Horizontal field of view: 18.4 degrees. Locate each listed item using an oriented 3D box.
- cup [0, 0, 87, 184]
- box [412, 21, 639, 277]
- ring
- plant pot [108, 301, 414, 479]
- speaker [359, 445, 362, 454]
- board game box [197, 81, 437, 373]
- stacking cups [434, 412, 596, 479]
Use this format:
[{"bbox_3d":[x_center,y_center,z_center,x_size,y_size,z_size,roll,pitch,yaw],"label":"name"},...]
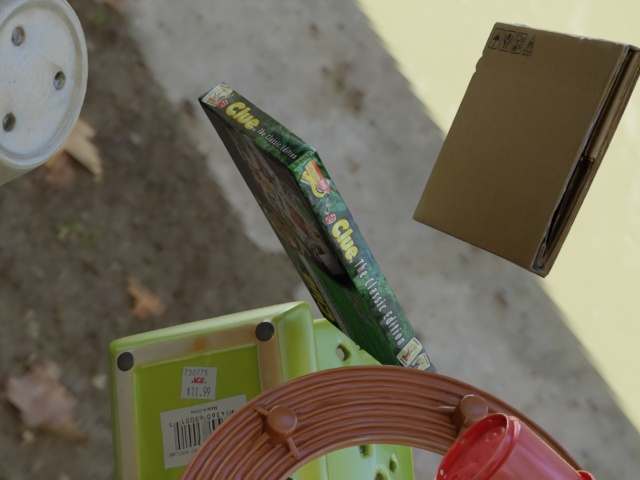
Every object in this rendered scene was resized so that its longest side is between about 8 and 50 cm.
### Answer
[{"bbox_3d":[-0.364,-0.167,1.879,0.237,0.331,0.331,12,26,28],"label":"cup"},{"bbox_3d":[0.141,-0.069,1.388,0.021,0.164,0.201,22,2,-23],"label":"box"},{"bbox_3d":[0.058,0.228,1.309,0.337,0.032,0.336,7,56,-11],"label":"ring"},{"bbox_3d":[-0.060,0.178,1.730,0.207,0.228,0.227,31,51,-63],"label":"plant pot"},{"bbox_3d":[0.028,0.204,1.999,0.136,0.055,0.055,-24,71,-22],"label":"speaker"},{"bbox_3d":[0.000,0.000,1.509,0.136,0.030,0.259,35,-19,45],"label":"board game box"},{"bbox_3d":[0.198,0.216,1.140,0.316,0.096,0.096,46,35,-14],"label":"stacking cups"}]
